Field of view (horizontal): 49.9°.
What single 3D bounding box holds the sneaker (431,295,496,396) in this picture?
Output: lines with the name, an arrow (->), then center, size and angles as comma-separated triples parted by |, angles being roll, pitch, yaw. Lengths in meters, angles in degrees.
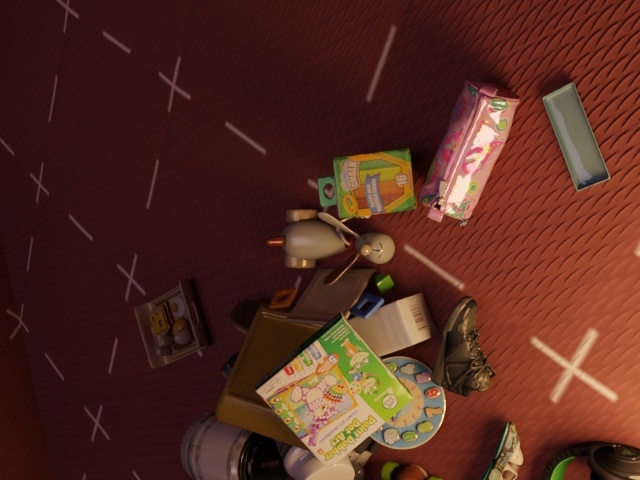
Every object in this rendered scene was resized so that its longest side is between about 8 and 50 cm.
sneaker -> 0.317, 0.231, 1.444 | 0.130, 0.087, 0.228 | 26, 117, 36

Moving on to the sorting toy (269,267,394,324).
sorting toy -> 0.028, 0.140, 1.649 | 0.347, 0.196, 0.047 | -1, 130, 43

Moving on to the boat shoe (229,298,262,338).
boat shoe -> -0.099, 0.269, 1.835 | 0.341, 0.121, 0.110 | 29, 152, 38

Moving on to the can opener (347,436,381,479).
can opener -> 0.122, 0.507, 1.666 | 0.283, 0.076, 0.095 | -62, 37, 30

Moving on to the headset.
headset -> 0.582, 0.480, 1.227 | 0.394, 0.185, 0.243 | -26, 74, 58

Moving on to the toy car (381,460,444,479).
toy car -> 0.171, 0.606, 1.565 | 0.155, 0.188, 0.149 | 4, 99, 43

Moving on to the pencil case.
pencil case -> 0.293, -0.176, 1.376 | 0.124, 0.124, 0.284 | 37, 119, 33

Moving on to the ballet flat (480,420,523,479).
ballet flat -> 0.387, 0.463, 1.437 | 0.070, 0.070, 0.188 | 34, 120, 35

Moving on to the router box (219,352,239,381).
router box -> -0.236, 0.404, 2.020 | 0.092, 0.038, 0.122 | -48, 64, 36

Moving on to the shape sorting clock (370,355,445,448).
shape sorting clock -> 0.180, 0.368, 1.562 | 0.206, 0.040, 0.206 | -3, 80, 17

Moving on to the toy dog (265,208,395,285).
toy dog -> 0.000, 0.000, 1.651 | 0.333, 0.161, 0.220 | -21, 82, 43

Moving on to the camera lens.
camera lens -> -0.231, 0.599, 1.920 | 0.274, 0.219, 0.219 | -3, 94, 43

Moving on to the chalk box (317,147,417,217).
chalk box -> 0.097, -0.120, 1.498 | 0.213, 0.132, 0.132 | -8, 92, 9

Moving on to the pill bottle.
pill bottle -> -0.032, 0.483, 1.698 | 0.161, 0.161, 0.283 | -66, 33, 28

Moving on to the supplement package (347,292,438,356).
supplement package -> 0.158, 0.201, 1.572 | 0.179, 0.105, 0.105 | -27, 79, 42

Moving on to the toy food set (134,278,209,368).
toy food set -> -0.486, 0.272, 2.198 | 0.306, 0.092, 0.220 | -27, 78, 42

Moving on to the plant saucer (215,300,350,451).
plant saucer -> -0.081, 0.307, 1.666 | 0.332, 0.081, 0.333 | 9, 65, 29

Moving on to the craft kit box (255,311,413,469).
craft kit box -> 0.030, 0.330, 1.504 | 0.250, 0.061, 0.247 | -41, 102, 2

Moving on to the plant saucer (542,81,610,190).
plant saucer -> 0.475, -0.192, 1.274 | 0.067, 0.018, 0.192 | -25, 80, 42
